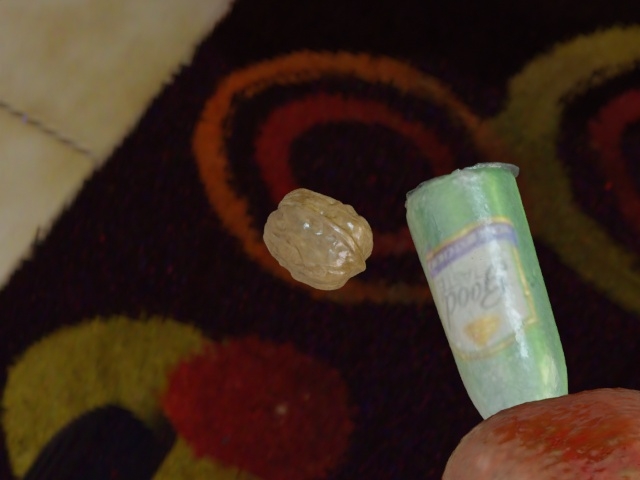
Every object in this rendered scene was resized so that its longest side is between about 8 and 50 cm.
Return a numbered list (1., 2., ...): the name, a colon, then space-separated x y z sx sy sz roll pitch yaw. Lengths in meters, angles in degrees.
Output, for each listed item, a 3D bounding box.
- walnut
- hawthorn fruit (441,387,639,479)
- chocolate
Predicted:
1. walnut: 0.000 0.000 1.585 0.096 0.082 0.079 32 62 18
2. hawthorn fruit: 0.110 0.120 0.668 0.132 0.138 0.133 0 92 -8
3. chocolate: 0.156 0.081 1.569 0.110 0.110 0.291 -7 66 -21
